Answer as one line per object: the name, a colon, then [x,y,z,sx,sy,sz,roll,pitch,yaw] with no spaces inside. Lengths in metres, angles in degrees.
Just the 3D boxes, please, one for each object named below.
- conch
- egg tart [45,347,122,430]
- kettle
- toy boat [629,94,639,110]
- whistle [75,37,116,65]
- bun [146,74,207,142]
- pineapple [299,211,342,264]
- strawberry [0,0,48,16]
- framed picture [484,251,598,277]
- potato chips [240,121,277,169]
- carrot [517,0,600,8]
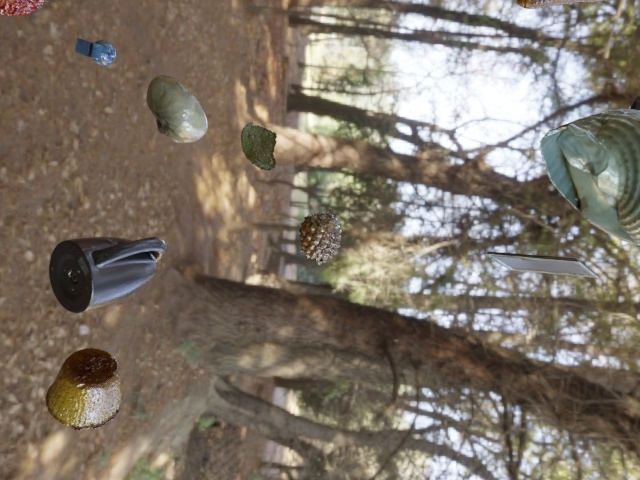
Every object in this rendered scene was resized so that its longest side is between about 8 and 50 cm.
conch: [0.571,-0.131,1.123,0.215,0.319,0.303,-43,-170,-5]
egg tart: [-0.669,0.419,1.772,0.215,0.215,0.170,-89,-163,-56]
kettle: [-0.592,0.072,1.809,0.290,0.268,0.207,-11,72,-53]
toy boat: [0.691,-0.246,1.337,0.061,0.060,0.137,-21,119,-57]
whistle: [-0.746,-0.637,2.090,0.090,0.158,0.090,-35,137,-40]
bun: [-0.547,-0.483,2.327,0.168,0.273,0.273,-41,163,-20]
pineapple: [0.000,0.000,2.204,0.166,0.166,0.193,-90,-177,-68]
strawberry: [-0.656,-0.502,1.244,0.208,0.167,0.087,-87,-161,-74]
framed picture: [0.647,0.069,1.813,0.216,0.273,0.016,23,76,-51]
potato chips: [-0.204,-0.327,2.107,0.209,0.142,0.026,51,-19,22]
carrot: [0.533,-0.525,1.327,0.048,0.216,0.048,0,90,-84]
